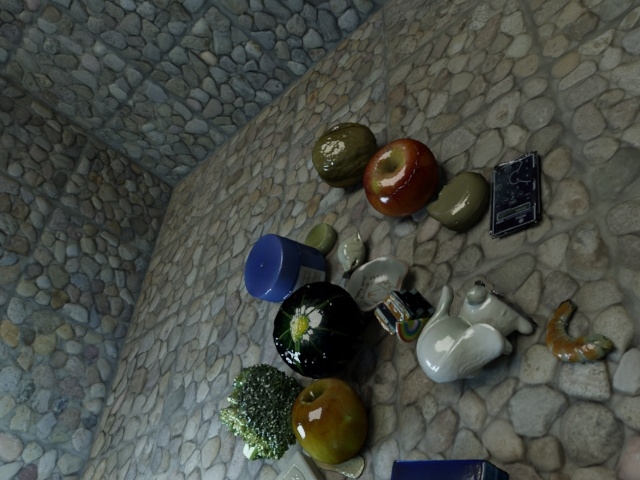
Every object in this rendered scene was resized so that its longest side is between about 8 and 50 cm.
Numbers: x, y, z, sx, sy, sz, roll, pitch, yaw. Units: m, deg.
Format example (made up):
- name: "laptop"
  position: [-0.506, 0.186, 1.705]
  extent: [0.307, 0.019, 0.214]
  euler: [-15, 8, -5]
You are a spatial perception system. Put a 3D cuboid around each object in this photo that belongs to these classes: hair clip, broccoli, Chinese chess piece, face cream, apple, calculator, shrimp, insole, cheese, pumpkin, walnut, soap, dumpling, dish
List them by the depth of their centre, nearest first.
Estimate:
- name: "shrimp"
  position: [0.594, 0.201, 1.349]
  extent: [0.161, 0.049, 0.166]
  euler: [-20, 37, 47]
- name: "hair clip"
  position: [0.254, 0.234, 1.562]
  extent: [0.033, 0.188, 0.060]
  euler: [13, 99, 37]
- name: "apple"
  position: [0.028, 0.518, 1.688]
  extent: [0.236, 0.208, 0.237]
  euler: [-29, 16, 9]
- name: "soap"
  position: [-0.049, 0.717, 1.712]
  extent: [0.121, 0.063, 0.183]
  euler: [-53, 31, -1]
- name: "insole"
  position: [0.041, 0.633, 1.719]
  extent: [0.247, 0.011, 0.081]
  euler: [-3, 57, 53]
- name: "calculator"
  position: [0.567, -0.135, 1.729]
  extent: [0.165, 0.028, 0.274]
  euler: [-24, 42, 42]
- name: "pumpkin"
  position: [0.009, 0.278, 1.833]
  extent: [0.295, 0.295, 0.296]
  euler: [-35, 35, 30]
- name: "cheese"
  position: [0.441, -0.125, 1.837]
  extent: [0.202, 0.091, 0.175]
  euler: [-50, 30, 5]
- name: "dish"
  position: [0.193, 0.155, 1.904]
  extent: [0.229, 0.081, 0.230]
  euler: [-25, 34, 18]
- name: "broccoli"
  position: [-0.204, 0.550, 1.914]
  extent: [0.302, 0.249, 0.375]
  euler: [-47, 36, 7]
- name: "apple"
  position: [0.284, -0.210, 2.035]
  extent: [0.251, 0.206, 0.272]
  euler: [7, 68, 45]
- name: "dumpling"
  position: [0.109, 0.055, 2.139]
  extent: [0.134, 0.099, 0.170]
  euler: [108, 155, -64]
- name: "face cream"
  position: [-0.131, 0.120, 2.230]
  extent: [0.249, 0.225, 0.249]
  euler: [-26, 55, 42]
- name: "Chinese chess piece"
  position: [0.000, 0.000, 2.364]
  extent: [0.144, 0.058, 0.144]
  euler: [-33, 38, 31]
- name: "walnut"
  position: [0.101, -0.345, 2.403]
  extent: [0.282, 0.227, 0.283]
  euler: [0, 91, 24]

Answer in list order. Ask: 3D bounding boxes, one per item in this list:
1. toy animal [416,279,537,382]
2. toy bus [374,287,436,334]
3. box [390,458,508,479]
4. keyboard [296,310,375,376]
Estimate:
- name: "toy animal"
  position: [0.377, 0.231, 1.488]
  extent: [0.249, 0.174, 0.289]
  euler: [1, 59, 56]
- name: "toy bus"
  position: [0.239, 0.204, 1.669]
  extent: [0.114, 0.201, 0.098]
  euler: [-48, 65, 17]
- name: "box"
  position: [0.268, 0.637, 1.303]
  extent: [0.261, 0.116, 0.279]
  euler: [-22, 41, 44]
- name: "keyboard"
  position: [0.069, 0.335, 1.963]
  extent: [0.381, 0.041, 0.103]
  euler: [-48, 29, -1]
